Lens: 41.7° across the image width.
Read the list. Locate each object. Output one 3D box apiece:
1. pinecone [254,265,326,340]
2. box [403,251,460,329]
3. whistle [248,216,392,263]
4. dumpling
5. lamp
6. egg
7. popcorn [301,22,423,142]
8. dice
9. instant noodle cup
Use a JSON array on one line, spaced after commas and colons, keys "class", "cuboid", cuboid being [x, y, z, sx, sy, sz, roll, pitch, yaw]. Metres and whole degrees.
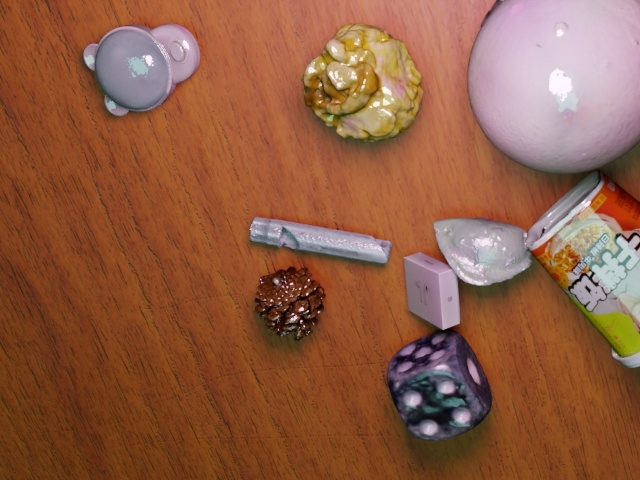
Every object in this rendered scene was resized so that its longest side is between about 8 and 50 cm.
[{"class": "pinecone", "cuboid": [-0.066, 0.144, 1.872, 0.174, 0.173, 0.173, 4, 112, 10]}, {"class": "box", "cuboid": [0.240, 0.106, 1.807, 0.051, 0.130, 0.129, -18, 113, -25]}, {"class": "whistle", "cuboid": [0.000, 0.000, 1.849, 0.312, 0.062, 0.062, 9, 113, 7]}, {"class": "dumpling", "cuboid": [0.331, 0.013, 1.738, 0.217, 0.149, 0.104, 14, 118, 10]}, {"class": "lamp", "cuboid": [-0.369, -0.364, 1.753, 0.246, 0.108, 0.179, -17, 111, 17]}, {"class": "egg", "cuboid": [0.432, -0.270, 1.463, 0.355, 0.340, 0.354, 5, 119, 10]}, {"class": "popcorn", "cuboid": [0.074, -0.301, 1.621, 0.212, 0.259, 0.259, -25, 107, 48]}, {"class": "dice", "cuboid": [0.262, 0.320, 1.859, 0.183, 0.181, 0.182, -24, 103, 20]}, {"class": "instant noodle cup", "cuboid": [0.581, 0.041, 1.651, 0.308, 0.294, 0.294, 44, 113, 0]}]
